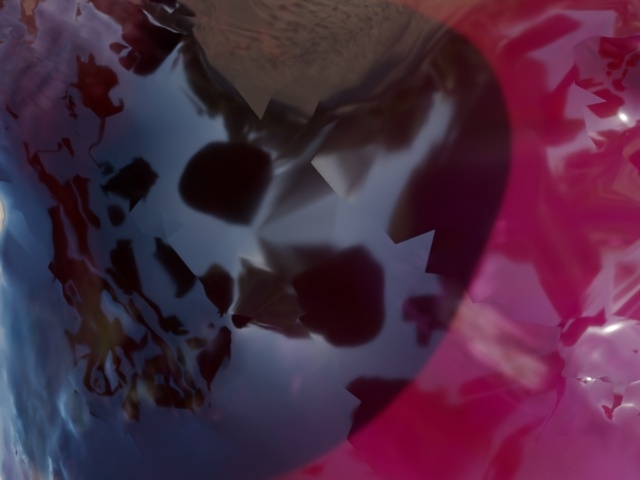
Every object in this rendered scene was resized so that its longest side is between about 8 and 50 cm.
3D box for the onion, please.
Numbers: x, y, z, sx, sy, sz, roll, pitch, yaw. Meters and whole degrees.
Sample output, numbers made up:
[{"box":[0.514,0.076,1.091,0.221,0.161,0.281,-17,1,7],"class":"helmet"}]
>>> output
[{"box":[0.000,0.000,0.638,0.398,0.420,0.398,-34,44,40],"class":"onion"}]
